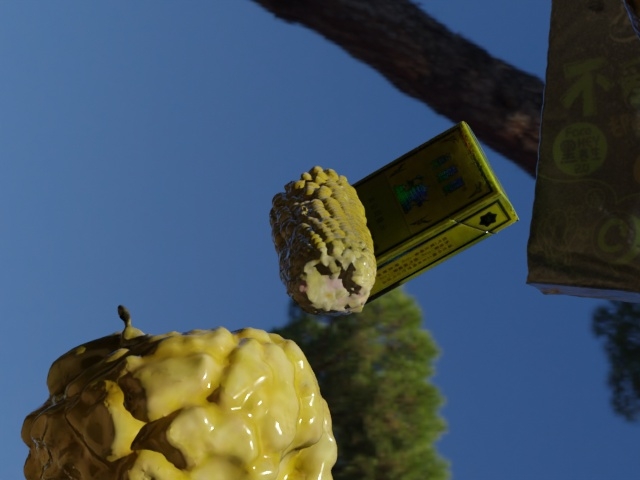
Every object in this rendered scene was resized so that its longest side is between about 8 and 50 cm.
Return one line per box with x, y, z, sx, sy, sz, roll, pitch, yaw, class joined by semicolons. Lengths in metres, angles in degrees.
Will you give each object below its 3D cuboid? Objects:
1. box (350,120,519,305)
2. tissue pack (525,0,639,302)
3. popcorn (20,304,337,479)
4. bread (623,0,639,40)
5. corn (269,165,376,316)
0.110;-0.032;1.475;0.220;0.064;0.141;-31;-137;10;box
0.413;-0.122;1.500;0.288;0.124;0.394;3;-98;22;tissue pack
-0.146;0.259;1.321;0.349;0.349;0.382;-19;-105;45;popcorn
0.175;-0.150;0.605;0.056;0.082;0.115;-10;-117;23;bread
0.000;0.000;1.027;0.288;0.086;0.087;-101;-153;-76;corn
